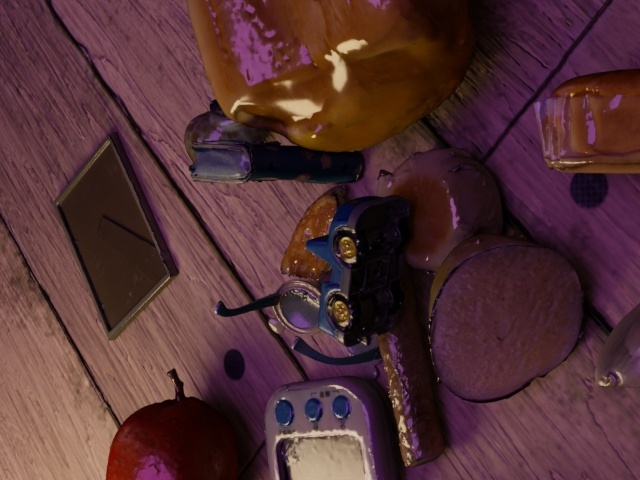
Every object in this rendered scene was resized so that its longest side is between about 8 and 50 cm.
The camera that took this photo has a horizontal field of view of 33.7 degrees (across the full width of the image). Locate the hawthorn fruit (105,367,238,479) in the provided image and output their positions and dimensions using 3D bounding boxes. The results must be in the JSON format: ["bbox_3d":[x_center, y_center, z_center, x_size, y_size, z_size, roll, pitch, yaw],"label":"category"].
[{"bbox_3d":[-0.216,0.318,1.564,0.205,0.205,0.253,8,92,42],"label":"hawthorn fruit"}]

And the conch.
[{"bbox_3d":[-0.135,-0.154,1.544,0.173,0.106,0.116,-46,40,13],"label":"conch"}]

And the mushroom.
[{"bbox_3d":[0.382,0.067,1.080,0.108,0.096,0.247,39,111,35],"label":"mushroom"}]

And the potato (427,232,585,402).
[{"bbox_3d":[0.199,0.073,1.229,0.117,0.182,0.202,-113,17,-62],"label":"potato"}]

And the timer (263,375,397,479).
[{"bbox_3d":[0.013,0.283,1.439,0.208,0.069,0.191,-12,83,41],"label":"timer"}]

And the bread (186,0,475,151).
[{"bbox_3d":[0.018,-0.309,1.308,0.361,0.250,0.394,-30,75,42],"label":"bread"}]

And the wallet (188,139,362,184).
[{"bbox_3d":[-0.063,-0.104,1.406,0.141,0.202,0.059,4,95,46],"label":"wallet"}]

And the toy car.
[{"bbox_3d":[0.041,0.031,1.280,0.100,0.097,0.191,26,119,39],"label":"toy car"}]

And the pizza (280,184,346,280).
[{"bbox_3d":[0.000,0.000,1.463,0.160,0.035,0.099,-58,47,27],"label":"pizza"}]

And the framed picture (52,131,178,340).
[{"bbox_3d":[-0.356,-0.007,1.801,0.211,0.020,0.290,-43,63,35],"label":"framed picture"}]

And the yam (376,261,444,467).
[{"bbox_3d":[0.103,0.138,1.353,0.066,0.066,0.300,-18,79,41],"label":"yam"}]

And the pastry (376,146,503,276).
[{"bbox_3d":[0.144,-0.034,1.298,0.165,0.088,0.166,0,90,43],"label":"pastry"}]

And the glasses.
[{"bbox_3d":[-0.020,0.099,1.374,0.189,0.220,0.088,24,88,26],"label":"glasses"}]

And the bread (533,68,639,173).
[{"bbox_3d":[0.351,-0.120,1.074,0.241,0.136,0.107,4,94,44],"label":"bread"}]
